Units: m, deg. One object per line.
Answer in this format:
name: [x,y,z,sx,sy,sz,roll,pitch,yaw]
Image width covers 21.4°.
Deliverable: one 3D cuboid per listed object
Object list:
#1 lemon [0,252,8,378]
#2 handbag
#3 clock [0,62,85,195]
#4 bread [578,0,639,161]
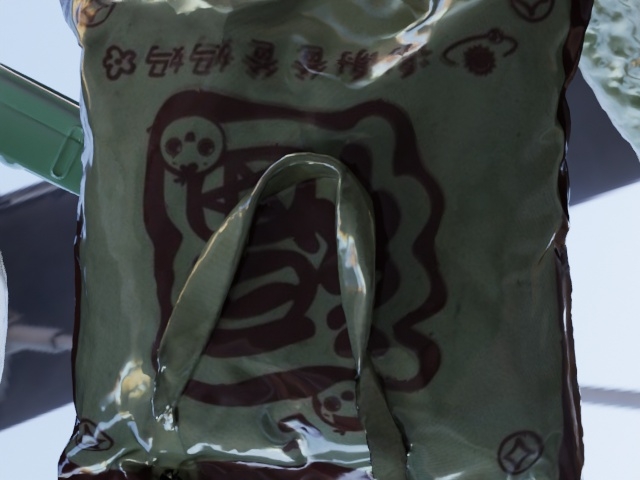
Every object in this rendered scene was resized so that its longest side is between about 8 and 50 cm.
lemon: [-0.261,0.053,0.713,0.260,0.260,0.284,16,-120,-28]
handbag: [0.000,0.000,0.651,0.213,0.127,0.235,1,-86,6]
clock: [-0.216,-0.087,1.322,0.159,0.211,0.066,28,-88,-2]
bread: [0.242,-0.185,0.760,0.264,0.395,0.239,43,-134,-12]
